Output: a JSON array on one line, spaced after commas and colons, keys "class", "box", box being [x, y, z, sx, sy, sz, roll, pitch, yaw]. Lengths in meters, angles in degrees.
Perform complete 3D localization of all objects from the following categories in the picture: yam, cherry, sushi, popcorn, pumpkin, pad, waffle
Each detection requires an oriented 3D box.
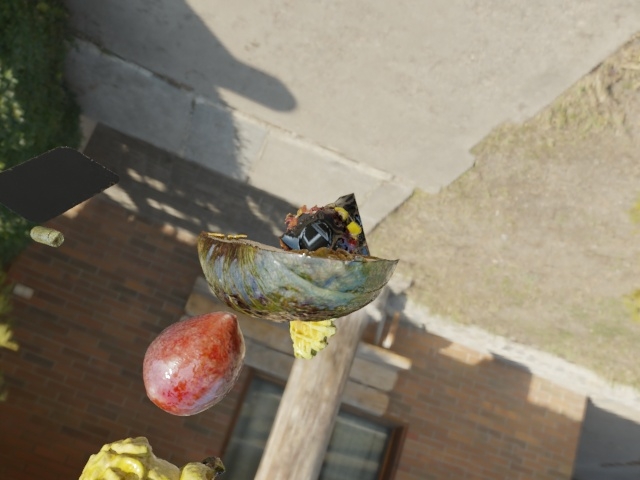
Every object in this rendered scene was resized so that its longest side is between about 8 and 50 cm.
[{"class": "yam", "box": [-0.666, -0.011, 1.875, 0.094, 0.043, 0.043, 11, 159, 42]}, {"class": "cherry", "box": [-0.268, 0.273, 1.710, 0.239, 0.206, 0.239, -16, 180, 0]}, {"class": "sushi", "box": [0.000, 0.000, 1.525, 0.172, 0.153, 0.150, -15, -178, 6]}, {"class": "popcorn", "box": [-0.405, 0.628, 1.853, 0.349, 0.381, 0.349, 61, 171, 16]}, {"class": "pumpkin", "box": [-0.045, 0.055, 0.979, 0.278, 0.111, 0.163, 8, 178, 5]}, {"class": "pad", "box": [-0.477, -0.058, 1.531, 0.323, 0.250, 0.055, 45, 128, 3]}, {"class": "waffle", "box": [-0.023, 0.128, 1.758, 0.056, 0.261, 0.250, 6, 138, -23]}]
